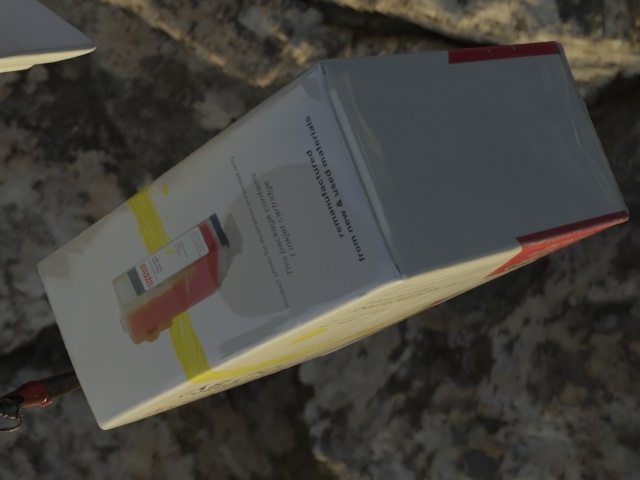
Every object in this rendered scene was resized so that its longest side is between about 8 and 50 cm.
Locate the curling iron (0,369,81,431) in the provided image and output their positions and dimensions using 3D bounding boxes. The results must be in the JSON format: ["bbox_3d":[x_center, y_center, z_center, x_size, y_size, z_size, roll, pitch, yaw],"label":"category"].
[{"bbox_3d":[-0.334,0.188,1.629,0.068,0.274,0.035,6,98,20],"label":"curling iron"}]

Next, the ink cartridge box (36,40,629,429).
[{"bbox_3d":[0.000,0.000,1.075,0.385,0.279,0.160,-29,79,45],"label":"ink cartridge box"}]

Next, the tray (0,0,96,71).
[{"bbox_3d":[-0.283,-0.169,0.863,0.270,0.145,0.030,37,123,27],"label":"tray"}]
